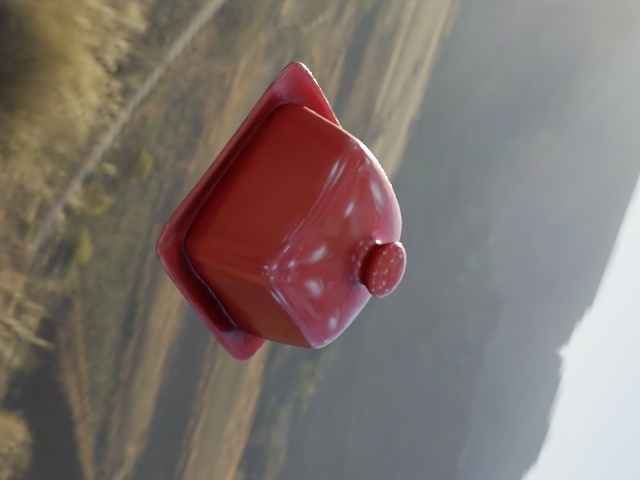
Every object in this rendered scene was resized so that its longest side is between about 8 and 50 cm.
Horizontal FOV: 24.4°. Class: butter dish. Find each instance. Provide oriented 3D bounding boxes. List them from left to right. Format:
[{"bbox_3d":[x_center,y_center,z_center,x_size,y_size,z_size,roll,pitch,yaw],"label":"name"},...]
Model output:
[{"bbox_3d":[0.000,0.000,0.924,0.160,0.118,0.160,-54,147,-17],"label":"butter dish"}]
